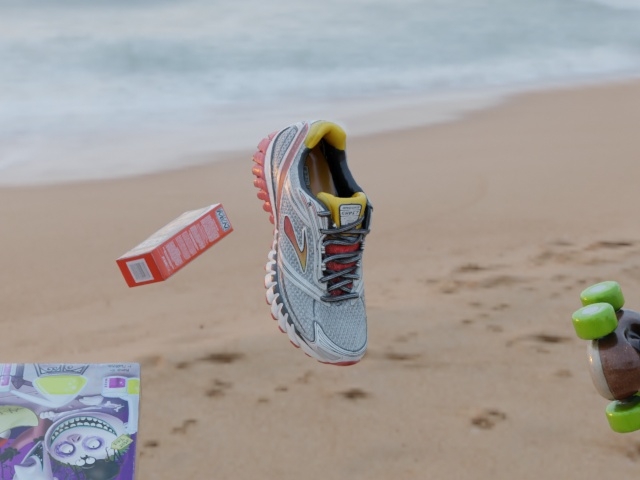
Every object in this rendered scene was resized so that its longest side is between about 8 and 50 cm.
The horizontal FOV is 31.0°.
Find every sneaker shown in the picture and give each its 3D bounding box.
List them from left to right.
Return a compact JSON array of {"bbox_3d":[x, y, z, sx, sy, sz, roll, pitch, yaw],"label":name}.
[{"bbox_3d":[0.000,0.000,1.015,0.088,0.225,0.093,-7,-10,-37],"label":"sneaker"}]

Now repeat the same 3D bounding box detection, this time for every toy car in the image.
[{"bbox_3d":[0.421,0.124,1.387,0.188,0.155,0.149,-17,12,25],"label":"toy car"}]

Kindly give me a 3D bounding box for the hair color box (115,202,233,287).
[{"bbox_3d":[-0.182,0.005,1.450,0.072,0.043,0.141,-12,18,40],"label":"hair color box"}]

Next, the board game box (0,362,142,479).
[{"bbox_3d":[-0.269,0.144,0.595,0.347,0.056,0.208,0,37,-8],"label":"board game box"}]
